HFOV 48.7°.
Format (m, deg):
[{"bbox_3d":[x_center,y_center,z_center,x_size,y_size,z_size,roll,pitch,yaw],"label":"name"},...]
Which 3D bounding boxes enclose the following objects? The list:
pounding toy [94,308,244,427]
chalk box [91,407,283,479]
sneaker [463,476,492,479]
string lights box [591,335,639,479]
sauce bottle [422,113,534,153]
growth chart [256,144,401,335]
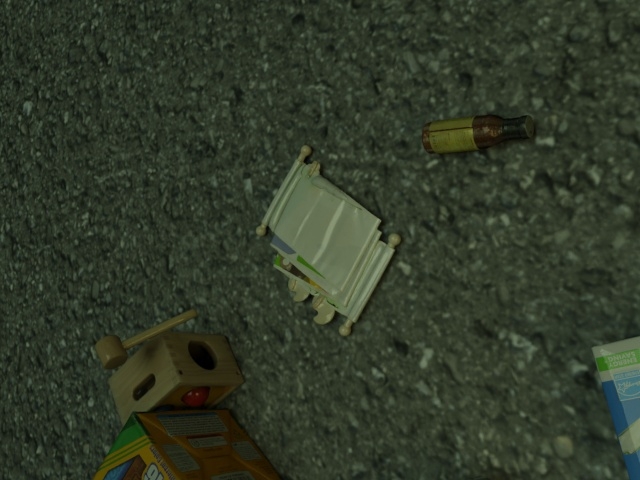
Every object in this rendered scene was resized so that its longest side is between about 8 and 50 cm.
[{"bbox_3d":[-0.206,0.180,0.957,0.181,0.206,0.094,-42,59,23],"label":"pounding toy"},{"bbox_3d":[-0.207,0.390,0.935,0.179,0.180,0.289,43,106,34],"label":"chalk box"},{"bbox_3d":[0.127,0.345,0.760,0.232,0.090,0.115,-51,62,29],"label":"sneaker"},{"bbox_3d":[0.346,0.206,0.616,0.133,0.077,0.259,-22,69,31],"label":"string lights box"},{"bbox_3d":[0.183,-0.125,0.826,0.128,0.042,0.042,2,82,37],"label":"sauce bottle"},{"bbox_3d":[0.000,0.000,0.953,0.237,0.021,0.172,45,109,34],"label":"growth chart"}]
